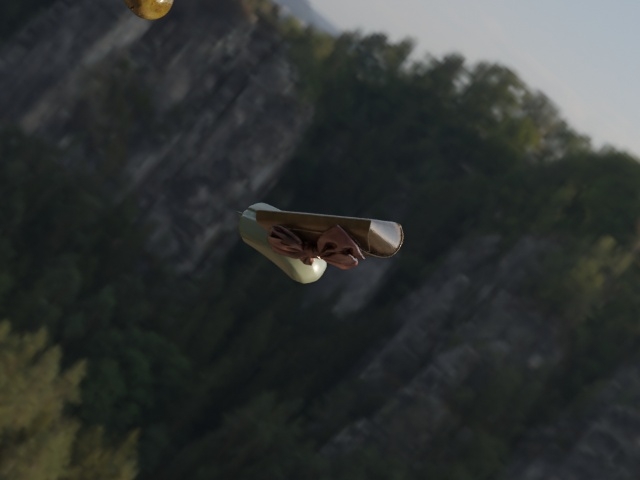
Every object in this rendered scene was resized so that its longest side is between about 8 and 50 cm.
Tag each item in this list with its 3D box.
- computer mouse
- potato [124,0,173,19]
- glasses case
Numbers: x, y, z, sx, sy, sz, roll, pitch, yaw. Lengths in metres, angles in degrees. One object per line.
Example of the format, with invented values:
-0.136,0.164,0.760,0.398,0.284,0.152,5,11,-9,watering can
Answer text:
-0.064,-0.005,2.109,0.181,0.056,0.089,35,51,1,computer mouse
-0.110,-0.181,0.801,0.040,0.083,0.051,7,43,3,potato
0.000,0.000,1.647,0.193,0.070,0.102,6,-1,33,glasses case
